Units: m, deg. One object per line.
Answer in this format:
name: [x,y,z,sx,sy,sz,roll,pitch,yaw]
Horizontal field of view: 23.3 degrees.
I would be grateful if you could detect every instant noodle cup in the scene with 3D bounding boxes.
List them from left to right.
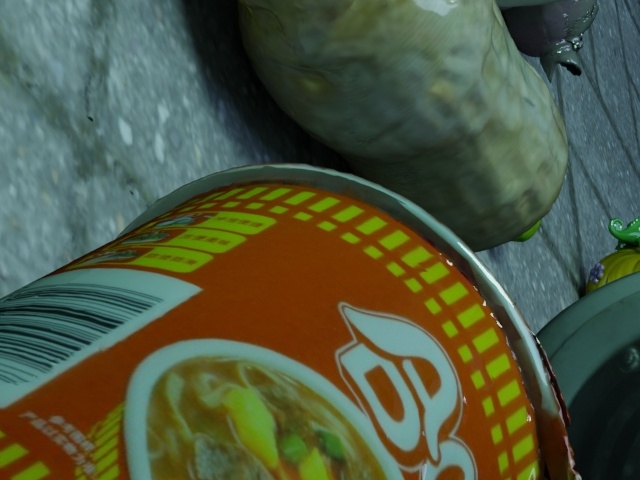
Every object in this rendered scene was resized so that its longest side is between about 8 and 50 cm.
instant noodle cup: [-0.051,0.085,0.408,0.212,0.193,0.193,-20,94,-62]

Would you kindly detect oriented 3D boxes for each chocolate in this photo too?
chocolate: [0.052,-0.090,0.846,0.309,0.134,0.134,39,40,-56]

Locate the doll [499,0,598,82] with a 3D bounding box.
doll: [0.189,-0.241,1.376,0.192,0.095,0.149,56,25,-36]

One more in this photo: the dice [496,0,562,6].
dice: [0.165,-0.355,1.087,0.304,0.304,0.277,38,41,-59]

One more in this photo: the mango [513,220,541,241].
mango: [0.143,-0.051,1.165,0.073,0.056,0.108,17,62,-60]

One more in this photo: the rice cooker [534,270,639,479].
rice cooker: [0.207,0.148,0.844,0.316,0.316,0.264,30,65,-62]

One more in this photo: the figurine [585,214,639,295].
figurine: [0.275,0.054,1.397,0.115,0.094,0.156,2,91,-48]
